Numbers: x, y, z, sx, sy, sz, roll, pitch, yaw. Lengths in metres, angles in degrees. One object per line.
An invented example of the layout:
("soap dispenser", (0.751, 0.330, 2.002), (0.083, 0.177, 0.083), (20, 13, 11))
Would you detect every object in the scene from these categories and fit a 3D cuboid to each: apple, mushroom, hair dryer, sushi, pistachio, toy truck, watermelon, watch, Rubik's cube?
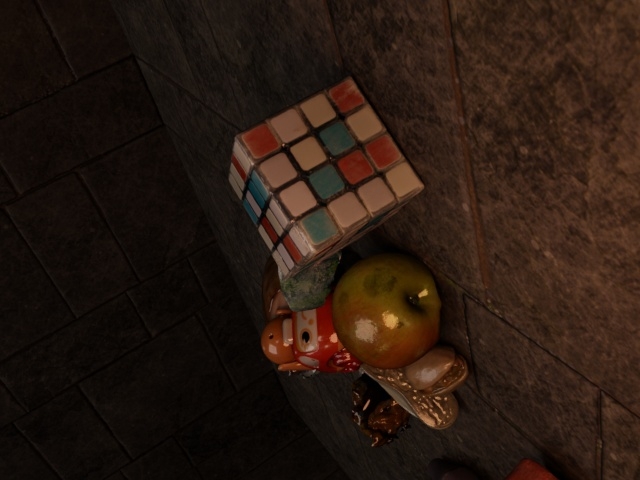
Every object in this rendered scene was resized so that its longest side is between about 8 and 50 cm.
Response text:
("apple", (0.150, 0.141, 1.430), (0.246, 0.246, 0.226), (55, 143, 12))
("mushroom", (-0.084, 0.113, 1.901), (0.397, 0.225, 0.313), (-114, 4, -53))
("hair dryer", (0.431, 0.755, 1.854), (0.361, 0.121, 0.301), (54, 172, -1))
("sushi", (0.171, 0.439, 1.848), (0.200, 0.204, 0.213), (52, 168, 9))
("pistachio", (0.252, 0.281, 1.510), (0.185, 0.124, 0.124), (-23, 98, 57))
("toy truck", (-0.023, 0.220, 1.615), (0.265, 0.239, 0.188), (97, 170, -69))
("watermelon", (0.000, 0.000, 1.527), (0.226, 0.148, 0.318), (-6, -84, -77))
("watch", (0.099, 0.132, 1.765), (0.193, 0.068, 0.206), (48, 157, 42))
("Rubik's cube", (-0.003, -0.111, 1.300), (0.253, 0.259, 0.256), (59, 163, 5))

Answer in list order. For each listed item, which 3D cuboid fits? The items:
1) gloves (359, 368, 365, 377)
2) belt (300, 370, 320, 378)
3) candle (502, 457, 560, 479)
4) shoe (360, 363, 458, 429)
("gloves", (0.162, 0.411, 2.051), (0.114, 0.070, 0.153), (24, 139, 63))
("belt", (0.000, 0.332, 2.149), (0.150, 0.207, 0.257), (55, 171, 6))
("candle", (0.484, 0.565, 1.302), (0.316, 0.131, 0.287), (55, 167, -22))
("shoe", (0.210, 0.348, 1.712), (0.316, 0.124, 0.159), (44, 173, 22))
